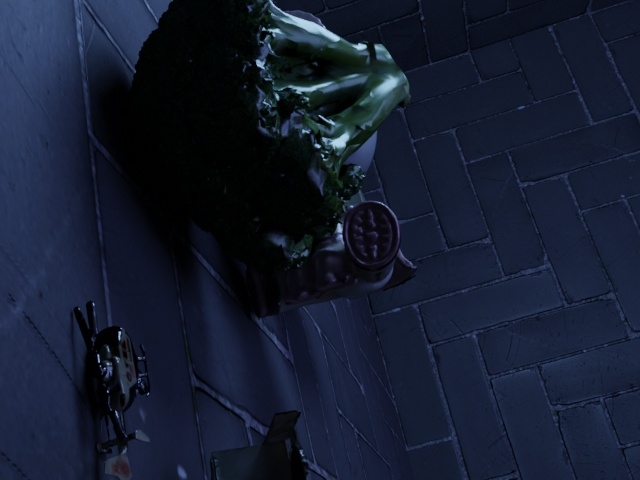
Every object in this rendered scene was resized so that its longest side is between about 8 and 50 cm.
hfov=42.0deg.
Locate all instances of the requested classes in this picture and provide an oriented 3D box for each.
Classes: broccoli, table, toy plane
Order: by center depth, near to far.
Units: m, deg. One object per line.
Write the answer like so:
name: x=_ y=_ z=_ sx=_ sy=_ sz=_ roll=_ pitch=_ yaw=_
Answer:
toy plane: x=-0.135 y=0.099 z=0.545 sx=0.049 sy=0.031 sz=0.120 roll=49 pitch=22 yaw=-62
table: x=-0.041 y=0.226 z=0.616 sx=0.175 sy=0.063 sz=0.146 roll=106 pitch=-26 yaw=-57
broccoli: x=-0.057 y=-0.125 z=0.841 sx=0.308 sy=0.275 sz=0.307 roll=45 pitch=-32 yaw=39

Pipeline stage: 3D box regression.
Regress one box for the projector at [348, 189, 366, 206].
projector: x=0.000 y=0.000 z=1.324 sx=0.242 sy=0.177 sz=0.163 roll=53 pitch=19 yaw=-76

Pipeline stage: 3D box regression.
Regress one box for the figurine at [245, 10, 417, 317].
figurine: x=-0.026 y=-0.088 z=1.078 sx=0.211 sy=0.253 sz=0.361 roll=-8 pitch=75 yaw=-64
